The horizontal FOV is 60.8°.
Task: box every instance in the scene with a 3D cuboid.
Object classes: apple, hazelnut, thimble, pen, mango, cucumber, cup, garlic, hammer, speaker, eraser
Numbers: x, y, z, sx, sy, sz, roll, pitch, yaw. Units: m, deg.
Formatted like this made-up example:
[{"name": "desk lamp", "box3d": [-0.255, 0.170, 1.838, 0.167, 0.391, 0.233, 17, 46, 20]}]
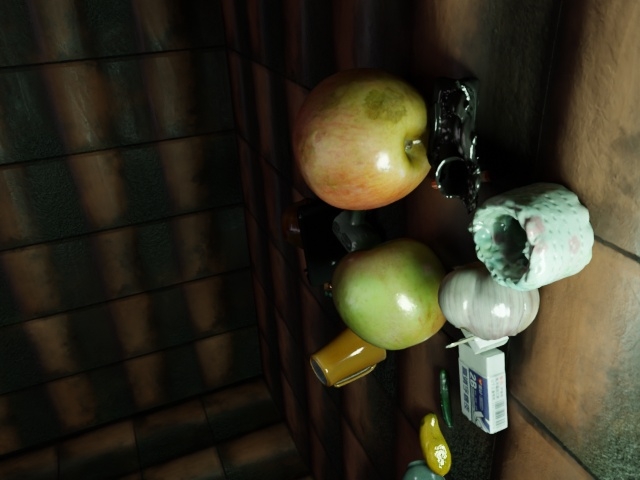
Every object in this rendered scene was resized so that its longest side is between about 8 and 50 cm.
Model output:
[{"name": "apple", "box3d": [0.195, 0.144, 1.476, 0.319, 0.319, 0.277, -11, 98, 71]}, {"name": "hazelnut", "box3d": [-0.054, -0.064, 2.243, 0.186, 0.210, 0.210, 61, 171, -31]}, {"name": "thimble", "box3d": [0.396, -0.013, 1.047, 0.211, 0.149, 0.185, -140, 39, -59]}, {"name": "pen", "box3d": [0.337, -0.145, 1.303, 0.239, 0.028, 0.028, -179, 76, -69]}, {"name": "mango", "box3d": [0.353, 0.636, 1.699, 0.098, 0.075, 0.190, -40, 57, 48]}, {"name": "apple", "box3d": [0.119, -0.251, 1.362, 0.364, 0.364, 0.364, 167, 90, -71]}, {"name": "cucumber", "box3d": [0.367, 0.465, 1.606, 0.033, 0.036, 0.184, 17, 118, 59]}, {"name": "cup", "box3d": [0.106, 0.428, 2.000, 0.182, 0.264, 0.226, 33, 145, 52]}, {"name": "garlic", "box3d": [0.353, 0.133, 1.232, 0.257, 0.207, 0.207, 118, 135, -56]}, {"name": "hammer", "box3d": [0.134, -0.112, 1.788, 0.206, 0.119, 0.336, -128, 38, -49]}, {"name": "cup", "box3d": [0.332, 0.793, 1.751, 0.199, 0.199, 0.150, 98, 170, -45]}, {"name": "speaker", "box3d": [0.000, 0.000, 2.070, 0.184, 0.180, 0.388, -125, 22, -52]}, {"name": "eraser", "box3d": [0.408, 0.361, 1.376, 0.124, 0.068, 0.210, -148, 48, -67]}]

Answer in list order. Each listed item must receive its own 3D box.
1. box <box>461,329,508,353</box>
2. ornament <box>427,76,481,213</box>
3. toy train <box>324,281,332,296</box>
[{"name": "box", "box3d": [0.377, 0.191, 1.325, 0.040, 0.084, 0.154, 105, 147, -52]}, {"name": "ornament", "box3d": [0.290, -0.201, 1.136, 0.260, 0.106, 0.251, -79, -12, -61]}, {"name": "toy train", "box3d": [0.046, 0.205, 2.321, 0.103, 0.044, 0.064, 174, 93, -71]}]
